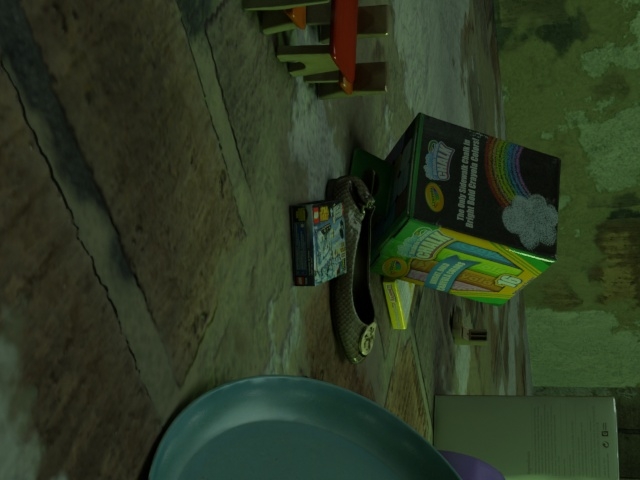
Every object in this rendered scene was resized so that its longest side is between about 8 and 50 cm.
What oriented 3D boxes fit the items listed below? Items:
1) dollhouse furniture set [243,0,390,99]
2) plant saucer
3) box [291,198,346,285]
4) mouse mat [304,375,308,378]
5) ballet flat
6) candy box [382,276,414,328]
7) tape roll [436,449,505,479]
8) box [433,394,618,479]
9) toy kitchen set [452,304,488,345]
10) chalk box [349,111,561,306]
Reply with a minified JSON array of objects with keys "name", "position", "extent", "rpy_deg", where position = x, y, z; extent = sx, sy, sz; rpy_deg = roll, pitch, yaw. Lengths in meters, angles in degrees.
[{"name":"dollhouse furniture set","position":[0.028,-0.311,1.059],"extent":[0.262,0.135,0.259],"rpy_deg":[36,54,-69]},{"name":"plant saucer","position":[0.006,0.245,0.756],"extent":[0.044,0.317,0.317],"rpy_deg":[-58,-175,35]},{"name":"box","position":[0.000,0.000,1.119],"extent":[0.137,0.027,0.094],"rpy_deg":[-15,104,-73]},{"name":"mouse mat","position":[-0.008,0.269,1.101],"extent":[0.190,0.007,0.153],"rpy_deg":[72,24,-46]},{"name":"ballet flat","position":[0.049,0.039,1.222],"extent":[0.084,0.058,0.250],"rpy_deg":[-26,113,-71]},{"name":"candy box","position":[0.137,0.039,1.562],"extent":[0.206,0.027,0.105],"rpy_deg":[-72,151,-49]},{"name":"tape roll","position":[0.173,0.380,1.367],"extent":[0.189,0.189,0.080],"rpy_deg":[68,27,-48]},{"name":"box","position":[0.415,0.405,1.883],"extent":[0.215,0.345,0.168],"rpy_deg":[44,47,-67]},{"name":"toy kitchen set","position":[0.335,0.183,2.105],"extent":[0.083,0.075,0.068],"rpy_deg":[75,20,-48]},{"name":"chalk box","position":[0.171,-0.047,1.348],"extent":[0.179,0.289,0.180],"rpy_deg":[124,-20,-59]}]
